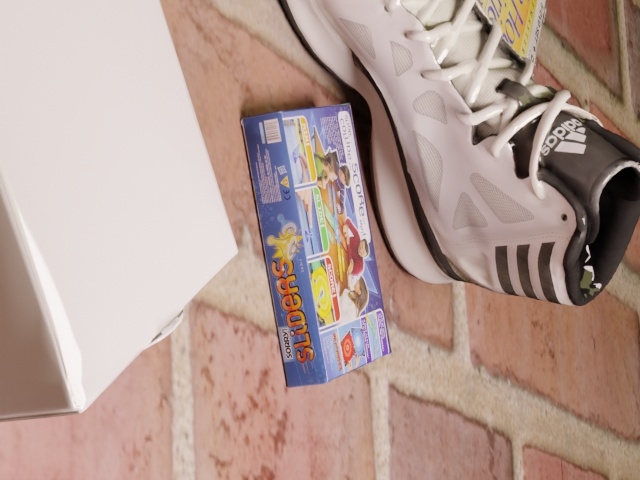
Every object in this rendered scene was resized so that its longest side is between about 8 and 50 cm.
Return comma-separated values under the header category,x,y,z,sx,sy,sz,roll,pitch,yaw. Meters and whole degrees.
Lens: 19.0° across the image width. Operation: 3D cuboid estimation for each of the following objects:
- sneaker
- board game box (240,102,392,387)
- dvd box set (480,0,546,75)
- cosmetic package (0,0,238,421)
category,x,y,z,sx,sy,sz,roll,pitch,yaw
sneaker,0.134,-0.138,1.477,0.169,0.257,0.447,-41,126,-28
board game box,0.000,0.000,1.445,0.136,0.035,0.201,-14,95,-66
dvd box set,0.106,-0.319,1.765,0.307,0.062,0.420,-74,146,-43
cosmetic package,-0.186,-0.112,0.911,0.197,0.155,0.365,-45,124,-61
